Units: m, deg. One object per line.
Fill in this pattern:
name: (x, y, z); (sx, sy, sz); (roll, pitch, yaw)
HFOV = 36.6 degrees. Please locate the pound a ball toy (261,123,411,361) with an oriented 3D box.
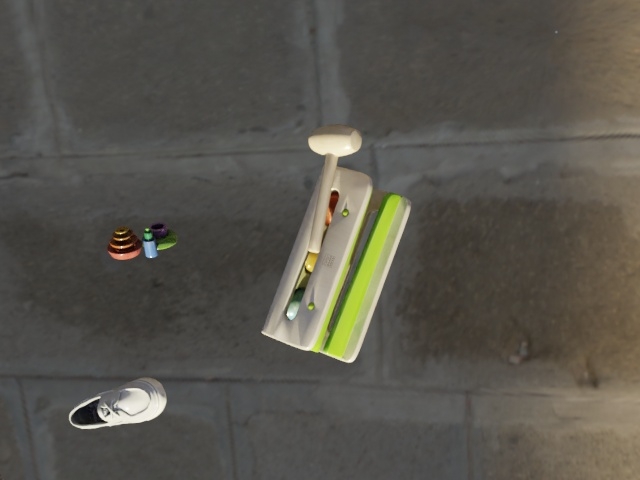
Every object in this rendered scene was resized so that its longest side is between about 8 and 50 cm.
pound a ball toy: (0.000, 0.000, 1.441); (0.135, 0.208, 0.319); (17, 86, 39)

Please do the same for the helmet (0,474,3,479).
helmet: (-0.451, 0.323, 1.148); (0.161, 0.169, 0.169); (-31, 93, 11)

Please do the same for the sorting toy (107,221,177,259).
sorting toy: (-0.245, -0.007, 1.339); (0.061, 0.102, 0.042); (32, 134, 47)

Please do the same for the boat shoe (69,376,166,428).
boat shoe: (-0.310, 0.250, 1.460); (0.184, 0.063, 0.066); (-12, 94, 37)
